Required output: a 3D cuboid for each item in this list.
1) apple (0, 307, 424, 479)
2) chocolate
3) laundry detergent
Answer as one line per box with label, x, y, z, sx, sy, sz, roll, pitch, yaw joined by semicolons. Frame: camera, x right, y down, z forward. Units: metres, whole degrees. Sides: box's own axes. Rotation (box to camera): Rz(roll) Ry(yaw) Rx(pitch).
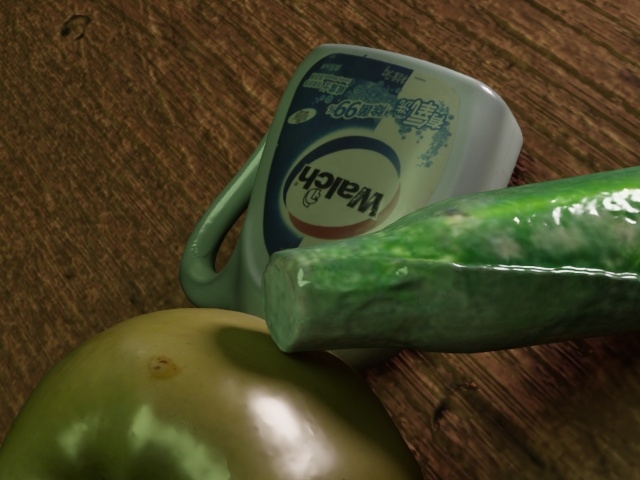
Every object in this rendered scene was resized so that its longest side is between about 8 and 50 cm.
apple;-0.062;0.169;0.698;0.262;0.262;0.262;-17;51;22
chocolate;0.110;0.016;0.704;0.291;0.110;0.110;-8;42;-22
laundry detergent;0.000;0.000;0.889;0.214;0.105;0.281;23;74;38
